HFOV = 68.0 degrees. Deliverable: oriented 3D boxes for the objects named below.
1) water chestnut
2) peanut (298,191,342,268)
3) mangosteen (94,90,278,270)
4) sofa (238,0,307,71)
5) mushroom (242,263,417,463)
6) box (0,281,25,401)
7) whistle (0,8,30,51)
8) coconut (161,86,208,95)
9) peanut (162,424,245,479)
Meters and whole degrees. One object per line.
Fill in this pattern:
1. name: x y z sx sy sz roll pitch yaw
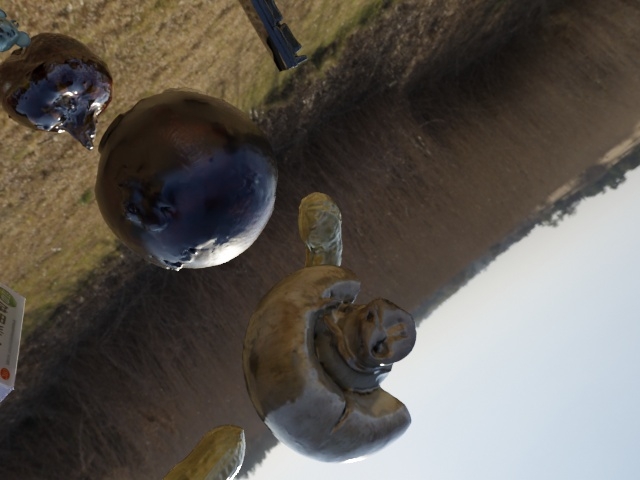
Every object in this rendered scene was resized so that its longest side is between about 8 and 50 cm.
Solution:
1. water chestnut: -0.796 -0.441 1.459 0.335 0.347 0.335 -24 -179 0
2. peanut: 0.000 0.000 1.480 0.147 0.147 0.306 -29 126 -34
3. mangosteen: -0.288 -0.137 1.032 0.381 0.381 0.421 -39 -154 5
4. sofa: -0.076 -0.374 0.823 0.060 0.147 0.085 -34 -158 -6
5. mushroom: 0.003 0.153 0.595 0.188 0.254 0.195 -12 161 -37
6. box: -0.550 0.143 0.670 0.145 0.173 0.332 -47 -148 -9
7. whistle: -0.864 -0.491 1.209 0.077 0.114 0.236 3 -129 51
8. coconut: -0.386 -0.306 1.328 0.202 0.202 0.222 -23 168 -48
9. peanut: -0.290 0.564 1.126 0.147 0.147 0.319 -46 -179 30
